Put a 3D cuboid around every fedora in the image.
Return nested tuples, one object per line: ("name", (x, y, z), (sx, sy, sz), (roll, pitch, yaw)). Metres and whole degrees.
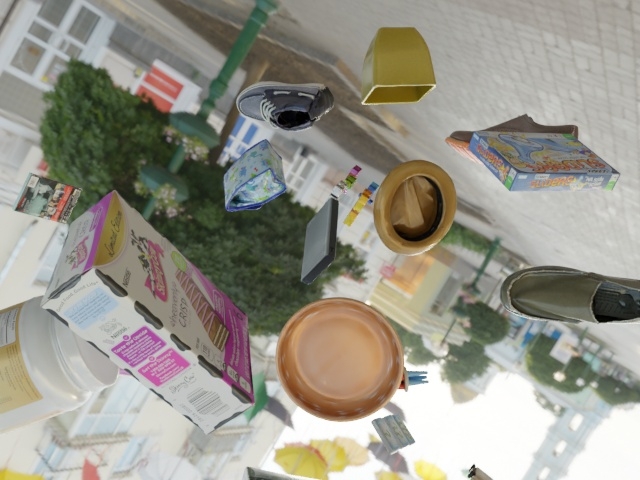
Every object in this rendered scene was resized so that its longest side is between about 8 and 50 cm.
("fedora", (0.174, -0.070, 1.286), (0.194, 0.194, 0.079), (29, -174, -28))

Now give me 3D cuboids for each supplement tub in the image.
("supplement tub", (-0.363, 0.151, 0.790), (0.144, 0.199, 0.144), (-20, -90, -90))

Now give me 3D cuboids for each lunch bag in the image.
("lunch bag", (-0.163, -0.144, 1.544), (0.096, 0.151, 0.129), (52, -163, -38))

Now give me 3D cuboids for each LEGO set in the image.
("LEGO set", (0.071, -0.093, 1.511), (0.087, 0.093, 0.227), (34, -157, 3))
("LEGO set", (0.132, 0.337, 1.432), (0.244, 0.060, 0.182), (57, -165, 22))

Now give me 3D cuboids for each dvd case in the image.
("dvd case", (-0.570, -0.087, 1.369), (0.013, 0.087, 0.119), (34, -170, 36))

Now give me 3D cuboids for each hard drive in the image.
("hard drive", (0.000, 0.000, 1.179), (0.022, 0.094, 0.135), (23, -134, -19))

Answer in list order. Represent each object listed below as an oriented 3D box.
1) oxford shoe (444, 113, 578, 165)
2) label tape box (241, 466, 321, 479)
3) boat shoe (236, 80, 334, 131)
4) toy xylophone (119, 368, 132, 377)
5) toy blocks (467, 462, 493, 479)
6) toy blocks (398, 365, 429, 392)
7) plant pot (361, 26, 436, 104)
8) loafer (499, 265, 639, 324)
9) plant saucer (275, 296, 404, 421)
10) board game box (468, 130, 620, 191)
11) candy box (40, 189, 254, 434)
("oxford shoe", (0.495, -0.259, 1.704), (0.363, 0.133, 0.130), (18, 175, 41))
("label tape box", (0.020, 0.494, 1.158), (0.333, 0.106, 0.240), (12, 167, -5))
("boat shoe", (-0.140, -0.407, 2.010), (0.340, 0.158, 0.127), (0, 125, 29))
("toy xylophone", (-0.467, 0.192, 1.506), (0.236, 0.081, 0.323), (8, -138, -33))
("toy blocks", (0.315, 0.632, 1.162), (0.309, 0.260, 0.288), (38, -170, 14))
("toy blocks", (0.138, 0.244, 1.309), (0.148, 0.123, 0.054), (-3, 160, -2))
("plant pot", (0.096, -0.228, 0.845), (0.081, 0.083, 0.081), (-4, 176, -9))
("loafer", (0.413, 0.086, 1.033), (0.251, 0.094, 0.087), (0, 176, 17))
("plant saucer", (0.030, 0.183, 1.018), (0.200, 0.200, 0.037), (31, -168, 1))
("board game box", (0.360, -0.129, 1.059), (0.201, 0.035, 0.136), (-2, -142, -22))
("candy box", (-0.171, 0.076, 0.703), (0.233, 0.071, 0.159), (48, -166, -30))
